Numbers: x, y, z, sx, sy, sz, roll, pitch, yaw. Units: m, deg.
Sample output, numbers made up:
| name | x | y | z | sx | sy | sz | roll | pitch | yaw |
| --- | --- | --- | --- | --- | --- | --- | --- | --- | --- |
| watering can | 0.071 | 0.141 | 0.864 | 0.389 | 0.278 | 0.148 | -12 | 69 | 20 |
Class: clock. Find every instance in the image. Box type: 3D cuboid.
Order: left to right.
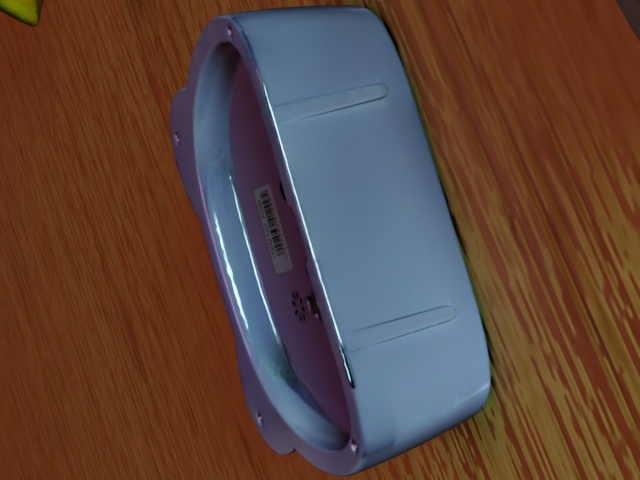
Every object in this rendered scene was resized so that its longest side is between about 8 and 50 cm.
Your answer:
| name | x | y | z | sx | sy | sz | roll | pitch | yaw |
| --- | --- | --- | --- | --- | --- | --- | --- | --- | --- |
| clock | 0.000 | 0.000 | 0.539 | 0.110 | 0.050 | 0.153 | -27 | 79 | 68 |

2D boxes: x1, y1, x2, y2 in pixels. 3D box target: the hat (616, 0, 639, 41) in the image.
| name | x | y | z | sx | sy | sz | roll | pitch | yaw |
| --- | --- | --- | --- | --- | --- | --- | --- | --- | --- |
| hat | 0.017 | -0.149 | 0.267 | 0.214 | 0.149 | 0.245 | 106 | 166 | -52 |

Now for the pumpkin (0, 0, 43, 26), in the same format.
| name | x | y | z | sx | sy | sz | roll | pitch | yaw |
| --- | --- | --- | --- | --- | --- | --- | --- | --- | --- |
| pumpkin | -0.139 | -0.234 | 0.628 | 0.280 | 0.190 | 0.139 | 39 | -140 | -45 |
